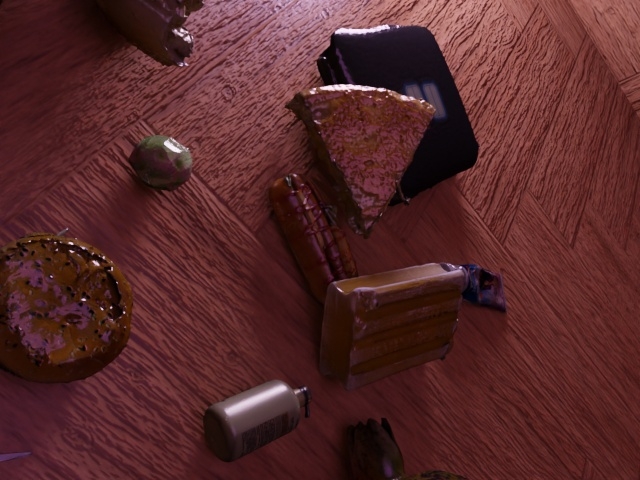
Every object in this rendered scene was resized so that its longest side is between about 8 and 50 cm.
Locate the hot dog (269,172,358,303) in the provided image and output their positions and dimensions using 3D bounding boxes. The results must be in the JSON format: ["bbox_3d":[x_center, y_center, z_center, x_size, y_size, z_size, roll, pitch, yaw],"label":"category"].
[{"bbox_3d":[0.000,0.000,0.878,0.104,0.076,0.250,-26,90,-41],"label":"hot dog"}]

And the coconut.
[{"bbox_3d":[-0.225,-0.108,0.730,0.083,0.082,0.081,38,52,-21],"label":"coconut"}]

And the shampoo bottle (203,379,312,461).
[{"bbox_3d":[-0.079,0.245,0.733,0.162,0.079,0.079,-13,84,-40],"label":"shampoo bottle"}]

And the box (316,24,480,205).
[{"bbox_3d":[0.176,-0.278,1.097,0.350,0.091,0.359,-25,92,-39],"label":"box"}]

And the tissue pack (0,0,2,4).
[{"bbox_3d":[-0.458,-0.332,0.580,0.194,0.145,0.274,24,63,-29],"label":"tissue pack"}]

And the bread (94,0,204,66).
[{"bbox_3d":[-0.256,-0.409,0.744,0.192,0.171,0.314,18,65,-31],"label":"bread"}]

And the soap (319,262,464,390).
[{"bbox_3d":[0.130,0.140,0.893,0.274,0.089,0.173,-6,108,-41],"label":"soap"}]

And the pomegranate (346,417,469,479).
[{"bbox_3d":[0.127,0.422,0.751,0.285,0.285,0.340,3,43,-38],"label":"pomegranate"}]

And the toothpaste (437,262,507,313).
[{"bbox_3d":[0.343,0.099,1.137,0.266,0.061,0.096,16,65,-41],"label":"toothpaste"}]

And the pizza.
[{"bbox_3d":[0.066,-0.143,0.918,0.280,0.075,0.287,9,76,-11],"label":"pizza"}]

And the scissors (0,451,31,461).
[{"bbox_3d":[-0.361,0.239,0.560,0.083,0.006,0.036,7,74,-37],"label":"scissors"}]

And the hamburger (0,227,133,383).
[{"bbox_3d":[-0.305,0.068,0.590,0.177,0.113,0.185,16,67,-33],"label":"hamburger"}]
